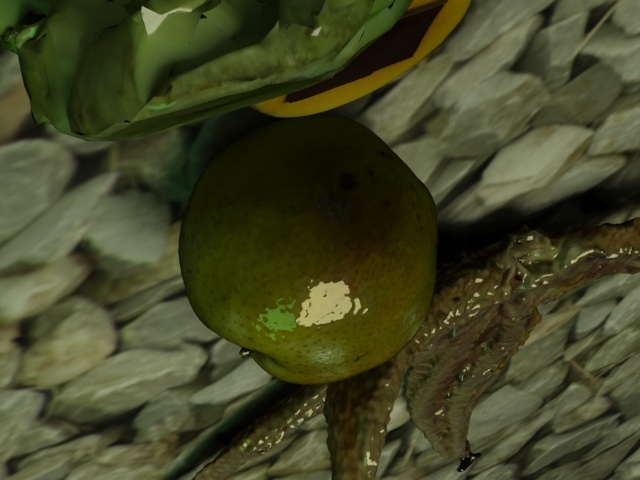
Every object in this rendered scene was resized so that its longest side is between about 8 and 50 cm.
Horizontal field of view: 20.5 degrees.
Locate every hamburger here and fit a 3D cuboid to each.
[{"bbox_3d":[0.003,-0.117,0.777,0.127,0.081,0.141,-26,165,-5],"label":"hamburger"}]

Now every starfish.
[{"bbox_3d":[0.108,0.085,1.174,0.398,0.132,0.384,-24,162,-43],"label":"starfish"}]

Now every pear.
[{"bbox_3d":[0.000,0.000,0.902,0.141,0.141,0.104,-21,168,-19],"label":"pear"}]

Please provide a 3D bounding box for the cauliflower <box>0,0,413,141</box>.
[{"bbox_3d":[-0.053,-0.131,0.514,0.272,0.250,0.275,-4,147,-39],"label":"cauliflower"}]
